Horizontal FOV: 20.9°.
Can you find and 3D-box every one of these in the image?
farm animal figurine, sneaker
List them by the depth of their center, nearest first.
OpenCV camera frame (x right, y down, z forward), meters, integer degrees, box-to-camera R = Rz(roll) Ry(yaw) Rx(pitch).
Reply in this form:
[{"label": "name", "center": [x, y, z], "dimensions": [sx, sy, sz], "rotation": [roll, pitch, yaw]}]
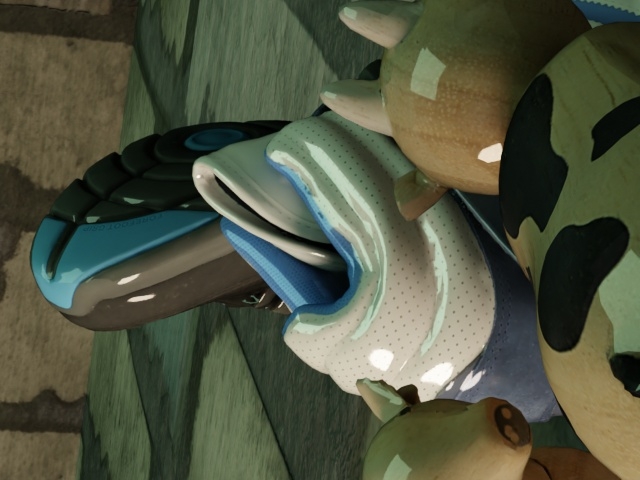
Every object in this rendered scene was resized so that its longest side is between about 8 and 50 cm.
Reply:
[{"label": "farm animal figurine", "center": [0.086, -0.001, 0.490], "dimensions": [0.327, 0.172, 0.330], "rotation": [-131, 46, -78]}, {"label": "sneaker", "center": [0.059, -0.066, 0.796], "dimensions": [0.130, 0.236, 0.322], "rotation": [115, 154, -53]}, {"label": "sneaker", "center": [0.000, 0.000, 0.925], "dimensions": [0.125, 0.341, 0.139], "rotation": [20, 120, 42]}]
